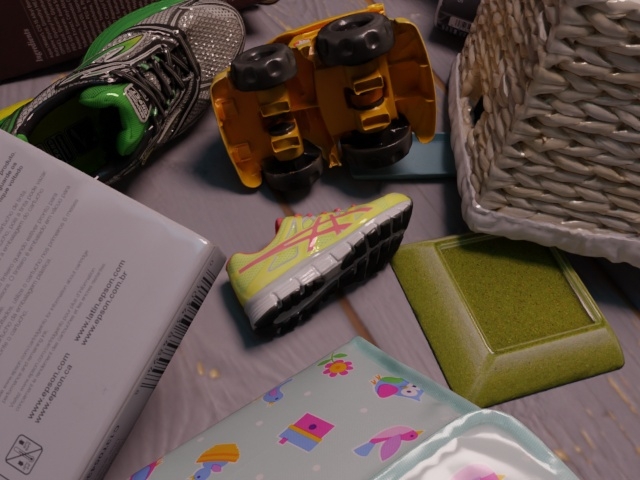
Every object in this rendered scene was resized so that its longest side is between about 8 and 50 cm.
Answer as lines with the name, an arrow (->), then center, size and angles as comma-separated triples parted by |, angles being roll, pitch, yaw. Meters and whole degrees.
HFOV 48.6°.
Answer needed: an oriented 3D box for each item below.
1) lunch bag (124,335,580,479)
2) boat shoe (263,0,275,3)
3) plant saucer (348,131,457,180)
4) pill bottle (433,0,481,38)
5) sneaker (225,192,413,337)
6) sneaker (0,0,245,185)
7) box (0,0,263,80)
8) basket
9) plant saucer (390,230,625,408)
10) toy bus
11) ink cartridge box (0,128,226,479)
lunch bag -> 0.029, 0.198, 0.434 | 0.223, 0.160, 0.262 | -27, 27, -26
boat shoe -> -0.134, -0.379, 0.962 | 0.178, 0.060, 0.064 | 16, 52, 2
plant saucer -> 0.121, -0.097, 0.823 | 0.192, 0.018, 0.067 | -2, 53, -13
pill bottle -> 0.287, -0.308, 0.944 | 0.245, 0.130, 0.130 | 21, 52, 6
sneaker -> 0.000, 0.000, 0.683 | 0.208, 0.081, 0.094 | -30, 59, -24
sneaker -> -0.181, -0.129, 0.690 | 0.146, 0.134, 0.343 | 2, 43, 47
box -> -0.253, -0.340, 0.822 | 0.381, 0.143, 0.191 | -22, 61, -11
basket -> 0.332, -0.170, 0.736 | 0.331, 0.266, 0.328 | 12, 42, -4
plant saucer -> 0.188, 0.054, 0.703 | 0.188, 0.045, 0.188 | -11, 56, -18
toy bus -> -0.006, -0.177, 0.784 | 0.220, 0.149, 0.211 | -16, 36, 0
ink cartridge box -> -0.287, 0.073, 0.503 | 0.330, 0.071, 0.324 | 27, 80, 10
